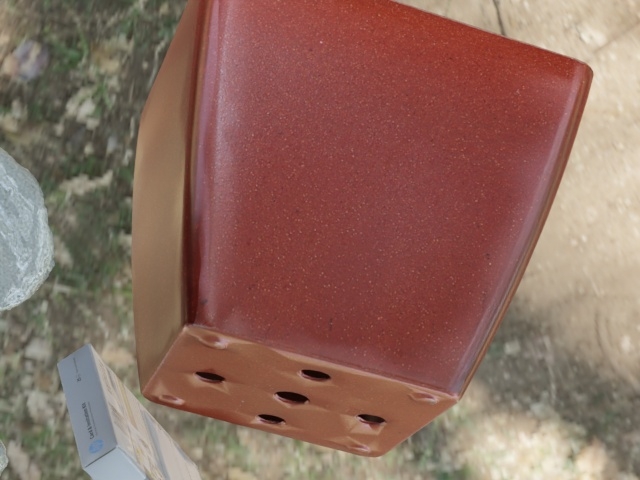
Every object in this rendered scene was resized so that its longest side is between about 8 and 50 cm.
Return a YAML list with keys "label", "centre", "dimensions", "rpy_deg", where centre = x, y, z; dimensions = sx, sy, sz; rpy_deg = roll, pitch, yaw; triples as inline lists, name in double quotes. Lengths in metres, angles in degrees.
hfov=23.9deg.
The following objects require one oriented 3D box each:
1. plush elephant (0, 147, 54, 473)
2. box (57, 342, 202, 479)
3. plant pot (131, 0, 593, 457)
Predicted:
- label: "plush elephant"
  centre: [-0.277, 0.057, 0.850]
  dimensions: [0.255, 0.330, 0.272]
  rpy_deg: [32, 75, 17]
- label: "box"
  centre: [-0.151, 0.195, 1.300]
  dimensions: [0.038, 0.145, 0.186]
  rpy_deg: [-33, 126, 4]
- label: "plant pot"
  centre: [0.000, 0.000, 1.032]
  dimensions: [0.267, 0.236, 0.267]
  rpy_deg: [17, 155, -10]
